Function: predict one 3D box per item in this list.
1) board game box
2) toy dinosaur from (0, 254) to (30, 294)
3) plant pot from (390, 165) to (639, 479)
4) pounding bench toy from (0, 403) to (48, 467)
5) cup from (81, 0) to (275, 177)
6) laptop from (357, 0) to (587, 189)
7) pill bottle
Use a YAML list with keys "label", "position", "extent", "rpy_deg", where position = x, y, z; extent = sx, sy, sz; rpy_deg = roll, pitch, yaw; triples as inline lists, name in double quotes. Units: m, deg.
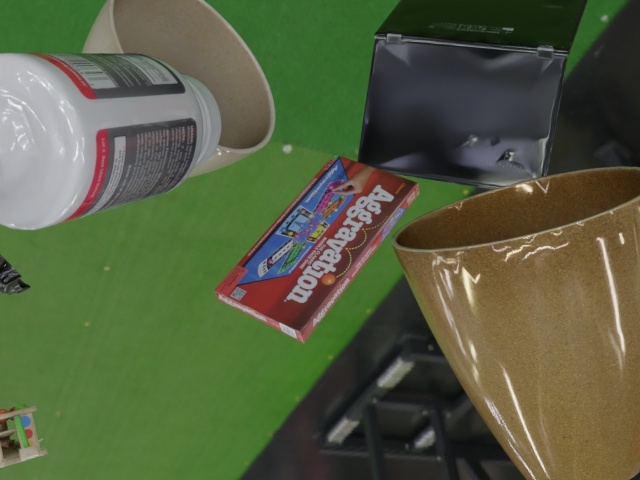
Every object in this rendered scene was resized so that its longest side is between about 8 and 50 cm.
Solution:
- label: "board game box"
  position: [0.000, 0.000, 1.078]
  extent: [0.145, 0.281, 0.027]
  rpy_deg: [23, 148, 29]
- label: "toy dinosaur"
  position: [-0.398, 0.063, 0.725]
  extent: [0.218, 0.322, 0.164]
  rpy_deg: [-44, 130, -18]
- label: "plant pot"
  position: [0.210, 0.087, 0.726]
  extent: [0.237, 0.237, 0.254]
  rpy_deg: [-15, 99, 7]
- label: "pounding bench toy"
  position: [-0.350, 0.222, 0.921]
  extent: [0.052, 0.065, 0.083]
  rpy_deg: [-9, 168, -39]
- label: "cup"
  position: [-0.273, -0.228, 1.317]
  extent: [0.237, 0.331, 0.331]
  rpy_deg: [-32, 137, 32]
- label: "laptop"
  position: [0.313, -0.330, 1.649]
  extent: [0.382, 0.408, 0.236]
  rpy_deg: [11, 133, 20]
- label: "pill bottle"
  position: [-0.245, -0.125, 0.916]
  extent: [0.176, 0.176, 0.318]
  rpy_deg: [-30, 179, 25]
